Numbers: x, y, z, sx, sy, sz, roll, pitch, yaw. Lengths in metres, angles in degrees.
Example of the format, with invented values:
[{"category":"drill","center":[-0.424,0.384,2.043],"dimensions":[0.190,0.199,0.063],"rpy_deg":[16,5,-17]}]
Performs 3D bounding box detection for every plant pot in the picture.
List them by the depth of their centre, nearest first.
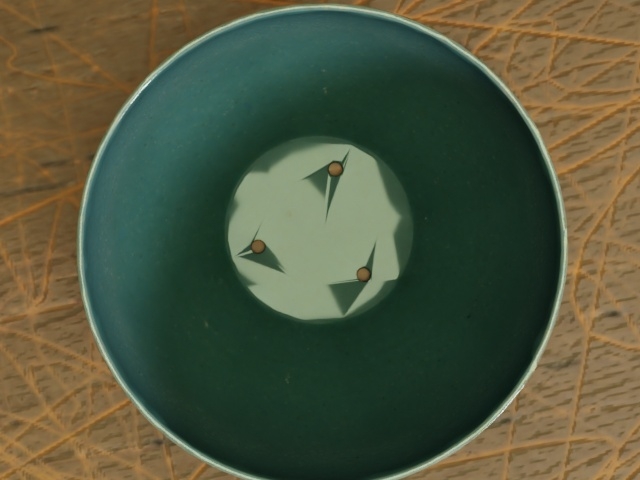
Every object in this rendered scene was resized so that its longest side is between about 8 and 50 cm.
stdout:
[{"category":"plant pot","center":[0.000,0.000,0.900],"dimensions":[0.290,0.195,0.290],"rpy_deg":[0,94,-1]}]
